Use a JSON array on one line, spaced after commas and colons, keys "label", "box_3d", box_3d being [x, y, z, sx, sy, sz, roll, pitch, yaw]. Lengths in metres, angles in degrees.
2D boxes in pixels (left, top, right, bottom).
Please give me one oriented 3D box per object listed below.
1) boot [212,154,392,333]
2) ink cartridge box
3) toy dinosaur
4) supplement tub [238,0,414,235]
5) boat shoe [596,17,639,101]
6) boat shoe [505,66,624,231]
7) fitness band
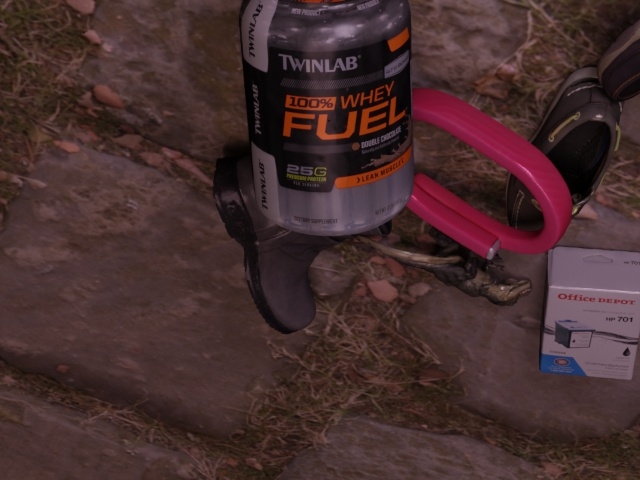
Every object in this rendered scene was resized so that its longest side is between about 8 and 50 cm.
[{"label": "boot", "box_3d": [0.000, 0.000, 2.108, 0.222, 0.118, 0.338, -10, 136, 13]}, {"label": "ink cartridge box", "box_3d": [0.391, 0.107, 2.152, 0.139, 0.082, 0.191, 4, 137, 8]}, {"label": "toy dinosaur", "box_3d": [0.190, 0.025, 2.128, 0.268, 0.064, 0.118, 22, 141, -6]}, {"label": "supplement tub", "box_3d": [0.009, -0.194, 1.813, 0.207, 0.207, 0.338, 2, 122, 10]}, {"label": "boat shoe", "box_3d": [0.456, -0.228, 1.706, 0.355, 0.132, 0.130, -34, 79, 55]}, {"label": "boat shoe", "box_3d": [0.314, -0.089, 1.963, 0.109, 0.091, 0.305, 15, 136, -4]}, {"label": "fitness band", "box_3d": [0.193, -0.083, 1.958, 0.291, 0.054, 0.209, 33, 148, 12]}]
